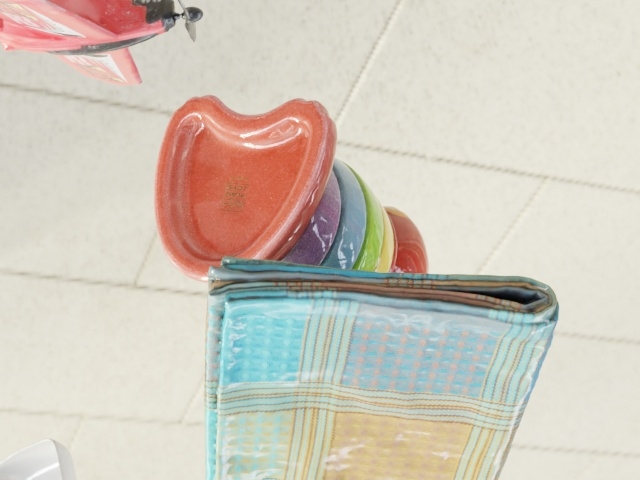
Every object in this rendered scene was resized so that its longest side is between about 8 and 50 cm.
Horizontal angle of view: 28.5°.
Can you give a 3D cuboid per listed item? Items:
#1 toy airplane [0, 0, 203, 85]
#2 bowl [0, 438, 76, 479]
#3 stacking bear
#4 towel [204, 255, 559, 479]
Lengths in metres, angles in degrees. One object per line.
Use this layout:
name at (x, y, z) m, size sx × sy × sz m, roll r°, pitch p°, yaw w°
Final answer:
toy airplane at (-0.117, -0.079, 0.465) m, size 0.151 × 0.028 × 0.151 m, roll -4°, pitch 176°, yaw 0°
bowl at (-0.375, 0.349, 1.687) m, size 0.142 × 0.142 × 0.053 m, roll -28°, pitch 150°, yaw 26°
stacking bear at (0.000, 0.000, 1.141) m, size 0.175 × 0.164 × 0.289 m, roll 7°, pitch 166°, yaw 36°
towel at (0.036, 0.156, 1.071) m, size 0.271 × 0.040 × 0.370 m, roll 3°, pitch 137°, yaw -3°
